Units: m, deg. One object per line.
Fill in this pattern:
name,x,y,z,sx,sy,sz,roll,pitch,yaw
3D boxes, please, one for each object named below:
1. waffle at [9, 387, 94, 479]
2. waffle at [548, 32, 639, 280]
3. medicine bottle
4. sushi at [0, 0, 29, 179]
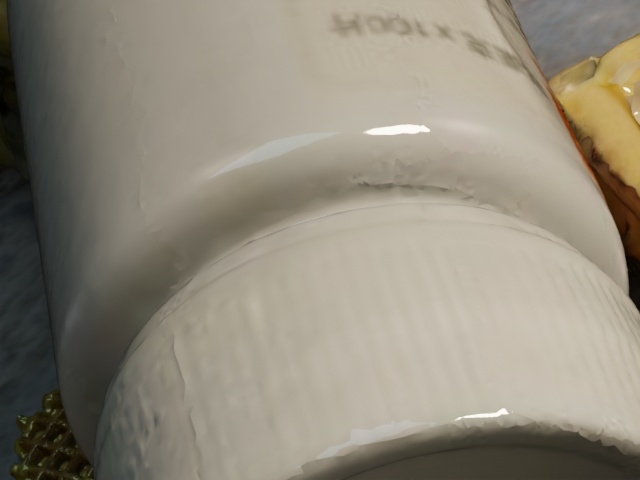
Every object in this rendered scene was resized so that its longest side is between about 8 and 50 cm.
waffle,-0.102,0.087,0.881,0.078,0.016,0.085,-19,36,15
waffle,0.258,0.002,0.693,0.261,0.114,0.376,-26,36,-1
medicine bottle,0.000,0.000,0.742,0.211,0.211,0.371,-22,44,5
sushi,-0.180,-0.232,1.014,0.240,0.396,0.351,-40,33,-15
